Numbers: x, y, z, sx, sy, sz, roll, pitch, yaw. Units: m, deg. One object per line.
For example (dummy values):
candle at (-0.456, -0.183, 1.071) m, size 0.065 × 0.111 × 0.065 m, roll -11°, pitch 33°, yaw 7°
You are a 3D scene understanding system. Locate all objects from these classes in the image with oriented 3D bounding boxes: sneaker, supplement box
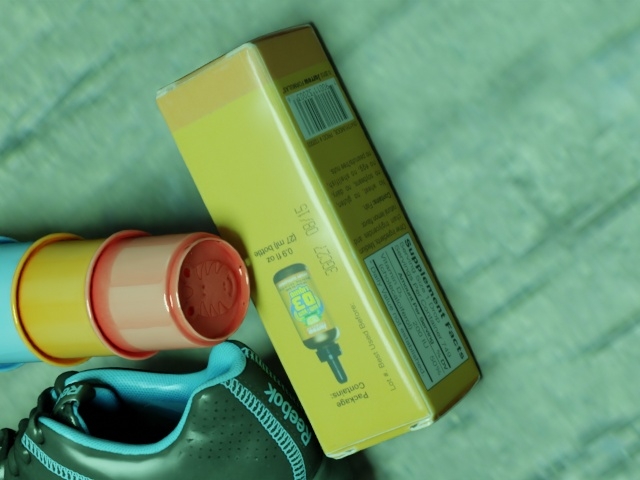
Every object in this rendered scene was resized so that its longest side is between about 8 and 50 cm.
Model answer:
sneaker at (-0.153, 0.137, 1.066) m, size 0.341 × 0.125 × 0.139 m, roll -14°, pitch 125°, yaw 22°
supplement box at (0.000, 0.000, 0.989) m, size 0.078 × 0.080 × 0.233 m, roll -24°, pitch 91°, yaw 32°

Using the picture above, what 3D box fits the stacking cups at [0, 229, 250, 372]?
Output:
stacking cups at (-0.171, 0.035, 1.052) m, size 0.316 × 0.096 × 0.096 m, roll -5°, pitch 102°, yaw 38°
